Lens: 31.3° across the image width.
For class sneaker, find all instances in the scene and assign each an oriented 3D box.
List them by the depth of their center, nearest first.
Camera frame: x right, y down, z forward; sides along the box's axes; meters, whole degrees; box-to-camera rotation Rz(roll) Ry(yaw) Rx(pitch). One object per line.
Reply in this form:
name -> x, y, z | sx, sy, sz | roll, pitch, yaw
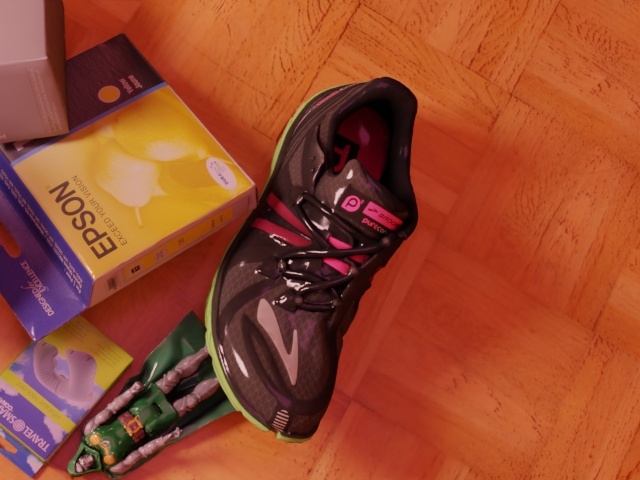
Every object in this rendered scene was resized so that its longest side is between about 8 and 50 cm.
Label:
sneaker -> 0.000, 0.000, 1.365 | 0.185, 0.202, 0.483 | 23, 66, -22

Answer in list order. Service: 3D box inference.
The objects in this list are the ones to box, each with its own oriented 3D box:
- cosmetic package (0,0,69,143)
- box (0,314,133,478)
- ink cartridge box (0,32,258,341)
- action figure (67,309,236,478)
cosmetic package -> -0.362, -0.242, 1.364 | 0.107, 0.127, 0.238 | -11, 53, -6
box -> -0.318, 0.176, 1.342 | 0.109, 0.042, 0.178 | 39, 68, 1
ink cartridge box -> -0.285, -0.079, 1.368 | 0.307, 0.072, 0.303 | -31, 65, -22
action figure -> -0.201, 0.205, 1.355 | 0.232, 0.063, 0.137 | -38, 88, -17
